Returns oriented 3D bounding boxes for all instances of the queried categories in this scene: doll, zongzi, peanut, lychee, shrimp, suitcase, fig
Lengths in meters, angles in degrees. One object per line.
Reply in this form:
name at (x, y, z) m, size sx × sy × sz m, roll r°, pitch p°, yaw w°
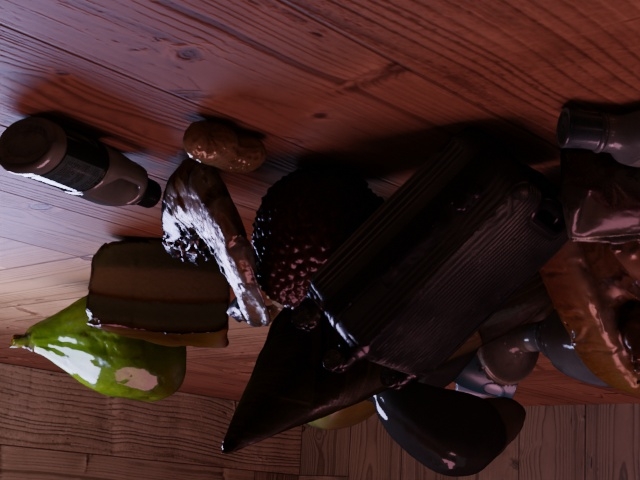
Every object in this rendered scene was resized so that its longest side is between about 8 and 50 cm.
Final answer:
doll at (0.183, 0.216, 1.921) m, size 0.382 × 0.378 × 0.252 m, roll -8°, pitch 154°, yaw -42°
zongzi at (0.106, 0.126, 1.528) m, size 0.403 × 0.432 × 0.208 m, roll -9°, pitch 118°, yaw 29°
peanut at (-0.107, -0.105, 1.315) m, size 0.054 × 0.054 × 0.113 m, roll -10°, pitch 164°, yaw 43°
lychee at (0.005, -0.004, 1.448) m, size 0.194 × 0.194 × 0.194 m, roll 3°, pitch 166°, yaw 1°
shrimp at (-0.138, 0.021, 1.502) m, size 0.071 × 0.233 × 0.365 m, roll -25°, pitch 172°, yaw -18°
suitcase at (0.131, 0.025, 1.328) m, size 0.312 × 0.128 × 0.202 m, roll -45°, pitch 149°, yaw 12°
fig at (-0.406, 0.188, 2.260) m, size 0.314 × 0.233 × 0.233 m, roll 26°, pitch 156°, yaw -35°

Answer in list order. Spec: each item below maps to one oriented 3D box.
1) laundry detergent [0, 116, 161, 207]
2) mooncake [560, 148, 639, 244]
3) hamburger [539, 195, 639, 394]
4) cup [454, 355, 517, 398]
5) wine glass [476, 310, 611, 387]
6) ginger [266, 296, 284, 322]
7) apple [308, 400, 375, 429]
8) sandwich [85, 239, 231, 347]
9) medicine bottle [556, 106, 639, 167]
laundry detergent at (-0.274, -0.082, 1.399) m, size 0.099 × 0.070 × 0.226 m, roll -9°, pitch 161°, yaw 31°
mooncake at (0.327, -0.061, 1.267) m, size 0.130 × 0.125 × 0.073 m, roll 1°, pitch 132°, yaw 6°
hamburger at (0.478, 0.082, 1.462) m, size 0.445 × 0.287 × 0.268 m, roll 13°, pitch 162°, yaw -41°
cup at (0.316, 0.227, 2.361) m, size 0.173 × 0.167 × 0.299 m, roll 12°, pitch 140°, yaw 3°
wine glass at (0.441, 0.162, 2.003) m, size 0.190 × 0.190 × 0.357 m, roll 14°, pitch 167°, yaw -38°
ginger at (-0.016, 0.104, 2.139) m, size 0.259 × 0.065 × 0.149 m, roll -19°, pitch 167°, yaw 38°
apple at (0.027, 0.247, 2.289) m, size 0.262 × 0.262 × 0.262 m, roll 3°, pitch 166°, yaw 1°
sandwich at (-0.261, 0.094, 1.941) m, size 0.227 × 0.155 × 0.198 m, roll 5°, pitch 166°, yaw -3°
medicine bottle at (0.348, -0.104, 1.195) m, size 0.208 × 0.053 × 0.090 m, roll 7°, pitch 168°, yaw -7°
